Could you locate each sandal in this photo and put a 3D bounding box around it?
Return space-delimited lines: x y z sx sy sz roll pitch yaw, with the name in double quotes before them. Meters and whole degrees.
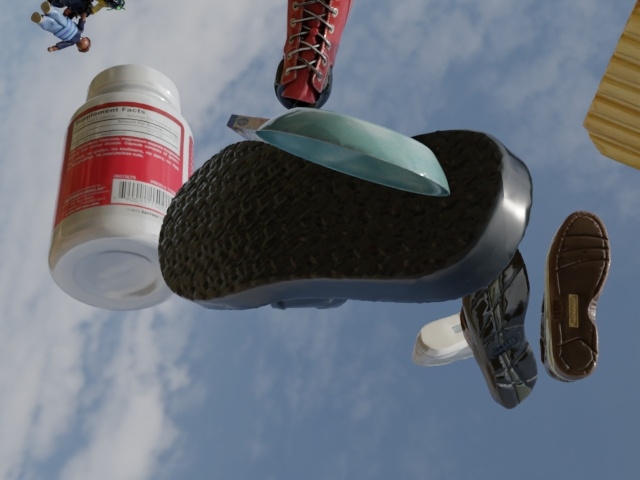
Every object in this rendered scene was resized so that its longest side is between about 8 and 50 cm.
"sandal" 0.000 0.002 0.801 0.445 0.107 0.168 4 -115 50
"sandal" 0.203 0.096 1.074 0.090 0.219 0.060 -30 -151 -21

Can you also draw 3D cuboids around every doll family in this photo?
"doll family" -0.364 -0.373 1.433 0.193 0.111 0.076 -34 -114 11

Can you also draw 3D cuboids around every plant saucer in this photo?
"plant saucer" 0.022 -0.054 0.538 0.119 0.119 0.021 15 -93 52

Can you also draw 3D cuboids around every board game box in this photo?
"board game box" -0.057 -0.125 1.141 0.090 0.090 0.020 13 -104 48

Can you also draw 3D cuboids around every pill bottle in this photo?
"pill bottle" -0.332 -0.103 1.575 0.229 0.229 0.408 -33 -136 31

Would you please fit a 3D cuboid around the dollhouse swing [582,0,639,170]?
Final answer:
"dollhouse swing" 0.453 -0.053 1.000 0.304 0.347 0.315 11 -117 5

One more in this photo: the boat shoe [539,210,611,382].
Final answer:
"boat shoe" 0.367 0.084 1.367 0.095 0.095 0.258 106 -2 -72

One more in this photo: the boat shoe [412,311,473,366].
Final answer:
"boat shoe" 0.212 0.144 1.337 0.066 0.184 0.063 54 -37 26

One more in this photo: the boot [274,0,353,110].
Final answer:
"boot" -0.001 -0.245 0.948 0.244 0.088 0.176 100 2 -60
